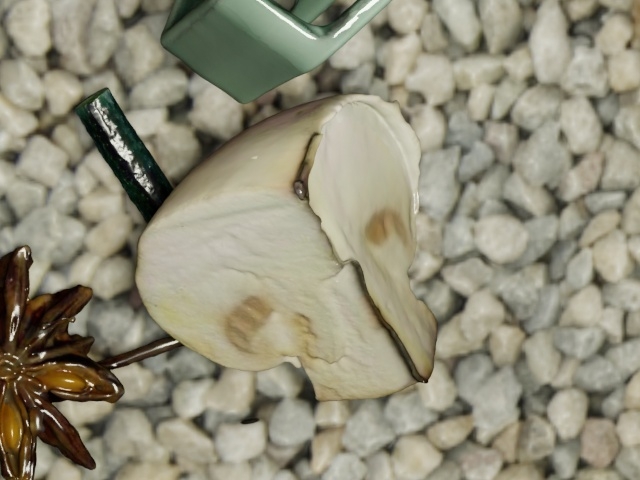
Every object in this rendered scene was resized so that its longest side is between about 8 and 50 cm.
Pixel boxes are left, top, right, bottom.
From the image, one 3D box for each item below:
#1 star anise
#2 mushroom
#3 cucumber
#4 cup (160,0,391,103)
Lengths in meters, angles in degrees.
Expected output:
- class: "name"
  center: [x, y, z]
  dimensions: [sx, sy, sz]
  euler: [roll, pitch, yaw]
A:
- class: "star anise"
  center: [-0.193, 0.104, 1.344]
  dimensions: [0.234, 0.073, 0.177]
  euler: [21, 82, -9]
- class: "mushroom"
  center: [-0.022, -0.007, 1.338]
  dimensions: [0.173, 0.162, 0.236]
  euler: [-4, 136, 28]
- class: "cucumber"
  center: [-0.129, -0.046, 1.349]
  dimensions: [0.032, 0.032, 0.133]
  euler: [-32, 105, -2]
- class: "cup"
  center: [0.073, -0.260, 1.167]
  dimensions: [0.310, 0.392, 0.401]
  euler: [7, 104, -5]
